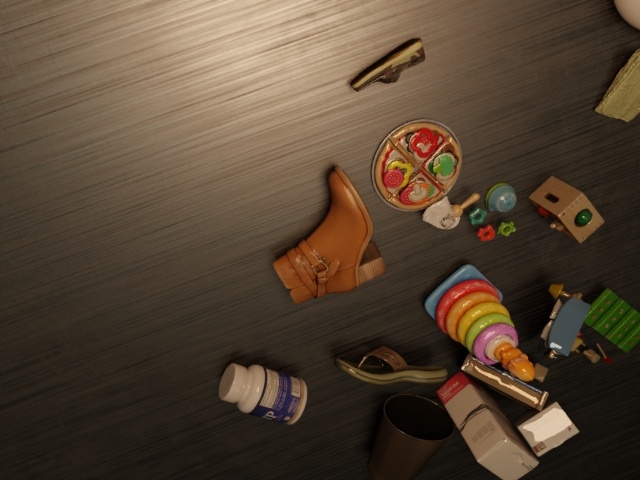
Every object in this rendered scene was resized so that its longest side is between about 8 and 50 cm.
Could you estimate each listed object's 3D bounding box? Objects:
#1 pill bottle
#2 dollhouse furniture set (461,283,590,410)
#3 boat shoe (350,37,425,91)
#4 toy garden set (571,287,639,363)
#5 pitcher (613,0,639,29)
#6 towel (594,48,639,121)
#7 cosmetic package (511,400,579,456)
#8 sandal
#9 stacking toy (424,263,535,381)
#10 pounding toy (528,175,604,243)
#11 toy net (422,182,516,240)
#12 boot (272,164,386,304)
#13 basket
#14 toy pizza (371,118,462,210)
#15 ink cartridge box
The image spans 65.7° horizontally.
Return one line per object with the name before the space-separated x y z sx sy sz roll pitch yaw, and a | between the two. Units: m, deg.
pill bottle | -0.136 0.354 1.161 0.186 0.112 0.112 25 108 -24
dollhouse furniture set | 0.530 0.259 1.307 0.303 0.198 0.286 -60 158 -8
boat shoe | 0.128 -0.314 0.914 0.152 0.056 0.049 -32 115 3
toy garden set | 0.784 0.254 1.388 0.244 0.049 0.204 31 104 -27
pitcher | 0.661 -0.443 0.916 0.207 0.178 0.125 29 92 -26
towel | 0.665 -0.324 1.047 0.110 0.027 0.148 6 131 -19
cosmetic package | 0.563 0.472 1.261 0.117 0.085 0.231 -34 155 4
sandal | 0.173 0.304 1.231 0.302 0.120 0.086 6 87 -19
stacking toy | 0.379 0.210 1.110 0.175 0.302 0.166 38 102 -29
pounding toy | 0.540 -0.059 1.105 0.130 0.141 0.100 38 103 -28
toy net | 0.331 -0.058 1.110 0.232 0.045 0.122 -6 120 -10
boot | 0.000 0.000 1.030 0.220 0.109 0.283 -20 127 1
basket | 0.223 0.553 1.341 0.204 0.154 0.227 12 117 -19
toy pizza | 0.205 -0.150 1.033 0.201 0.032 0.201 -6 118 -12
ink cartridge box | 0.434 0.489 1.306 0.100 0.237 0.172 -44 118 10
